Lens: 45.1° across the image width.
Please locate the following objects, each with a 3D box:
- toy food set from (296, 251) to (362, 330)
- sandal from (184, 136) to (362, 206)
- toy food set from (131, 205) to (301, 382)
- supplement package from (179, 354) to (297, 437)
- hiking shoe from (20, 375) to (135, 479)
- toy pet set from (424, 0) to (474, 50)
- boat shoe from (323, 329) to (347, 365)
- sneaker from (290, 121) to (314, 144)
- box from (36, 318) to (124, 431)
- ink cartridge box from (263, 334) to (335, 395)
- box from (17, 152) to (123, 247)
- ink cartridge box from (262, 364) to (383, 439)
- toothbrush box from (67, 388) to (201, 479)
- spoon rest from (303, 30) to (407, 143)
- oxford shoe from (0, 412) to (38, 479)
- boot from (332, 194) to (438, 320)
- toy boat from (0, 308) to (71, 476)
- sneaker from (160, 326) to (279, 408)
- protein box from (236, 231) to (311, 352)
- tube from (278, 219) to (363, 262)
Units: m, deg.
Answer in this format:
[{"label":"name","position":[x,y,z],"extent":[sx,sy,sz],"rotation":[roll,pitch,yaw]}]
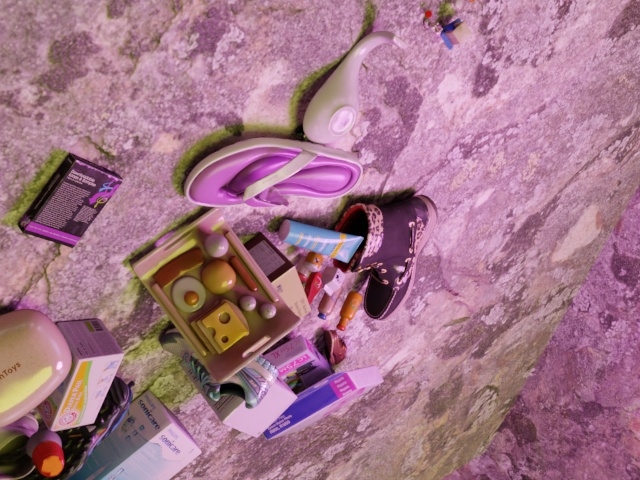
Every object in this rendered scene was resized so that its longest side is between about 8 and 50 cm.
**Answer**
[{"label":"toy food set","position":[0.001,0.128,1.940],"extent":[0.232,0.111,0.105],"rotation":[48,60,-45]},{"label":"sandal","position":[-0.074,-0.124,1.590],"extent":[0.416,0.102,0.169],"rotation":[-8,138,-32]},{"label":"toy food set","position":[-0.212,0.112,1.603],"extent":[0.219,0.306,0.092],"rotation":[-37,-174,-14]},{"label":"supplement package","position":[-0.201,0.348,1.910],"extent":[0.149,0.203,0.194],"rotation":[-45,148,-1]},{"label":"hiking shoe","position":[-0.524,0.437,1.711],"extent":[0.304,0.113,0.132],"rotation":[-46,166,-9]},{"label":"toy pet set","position":[0.285,-0.490,1.699],"extent":[0.122,0.065,0.114],"rotation":[-43,112,-10]},{"label":"boat shoe","position":[0.045,0.307,2.256],"extent":[0.060,0.064,0.178],"rotation":[-17,147,-9]},{"label":"sneaker","position":[-0.039,-0.214,1.640],"extent":[0.069,0.038,0.098],"rotation":[4,114,-48]},{"label":"box","position":[-0.502,0.276,1.582],"extent":[0.103,0.114,0.203],"rotation":[-1,128,-47]},{"label":"ink cartridge box","position":[-0.073,0.384,2.184],"extent":[0.185,0.065,0.311],"rotation":[-29,149,4]},{"label":"box","position":[-0.439,-0.068,1.360],"extent":[0.162,0.029,0.116],"rotation":[-50,148,9]},{"label":"ink cartridge box","position":[-0.008,0.473,2.238],"extent":[0.324,0.072,0.330],"rotation":[-33,164,18]},{"label":"toothbrush box","position":[-0.469,0.536,1.887],"extent":[0.295,0.126,0.216],"rotation":[-38,145,-11]},{"label":"spoon rest","position":[0.062,-0.317,1.598],"extent":[0.276,0.084,0.137],"rotation":[-51,144,14]},{"label":"oxford shoe","position":[-0.717,0.389,1.457],"extent":[0.169,0.130,0.449],"rotation":[-52,145,12]},{"label":"boot","position":[0.141,0.053,2.029],"extent":[0.284,0.138,0.378],"rotation":[-3,125,-47]},{"label":"toy boat","position":[-0.577,0.299,1.447],"extent":[0.267,0.148,0.318],"rotation":[-30,107,-21]},{"label":"sneaker","position":[-0.243,0.286,1.734],"extent":[0.110,0.282,0.122],"rotation":[92,21,-57]},{"label":"protein box","position":[-0.155,0.130,1.787],"extent":[0.201,0.136,0.200],"rotation":[-36,145,-13]},{"label":"tube","position":[0.000,0.000,1.833],"extent":[0.207,0.052,0.080],"rotation":[15,125,-31]}]
